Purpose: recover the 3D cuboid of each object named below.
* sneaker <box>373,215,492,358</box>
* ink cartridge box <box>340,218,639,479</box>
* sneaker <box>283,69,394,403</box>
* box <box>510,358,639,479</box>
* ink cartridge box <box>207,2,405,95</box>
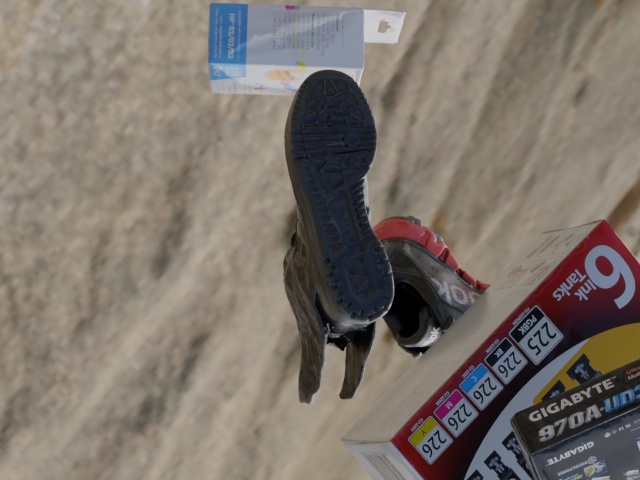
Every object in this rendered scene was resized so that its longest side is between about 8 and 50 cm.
[{"bbox_3d":[0.156,0.093,1.691,0.097,0.276,0.135,-50,-172,43],"label":"sneaker"},{"bbox_3d":[0.229,0.183,1.463,0.309,0.272,0.130,-44,-170,-19],"label":"ink cartridge box"},{"bbox_3d":[0.003,0.000,0.839,0.051,0.170,0.089,-5,166,-18],"label":"sneaker"},{"bbox_3d":[0.279,0.166,1.208,0.220,0.051,0.175,-25,127,2],"label":"box"},{"bbox_3d":[-0.014,-0.177,1.439,0.104,0.181,0.062,100,-9,-80],"label":"ink cartridge box"}]
